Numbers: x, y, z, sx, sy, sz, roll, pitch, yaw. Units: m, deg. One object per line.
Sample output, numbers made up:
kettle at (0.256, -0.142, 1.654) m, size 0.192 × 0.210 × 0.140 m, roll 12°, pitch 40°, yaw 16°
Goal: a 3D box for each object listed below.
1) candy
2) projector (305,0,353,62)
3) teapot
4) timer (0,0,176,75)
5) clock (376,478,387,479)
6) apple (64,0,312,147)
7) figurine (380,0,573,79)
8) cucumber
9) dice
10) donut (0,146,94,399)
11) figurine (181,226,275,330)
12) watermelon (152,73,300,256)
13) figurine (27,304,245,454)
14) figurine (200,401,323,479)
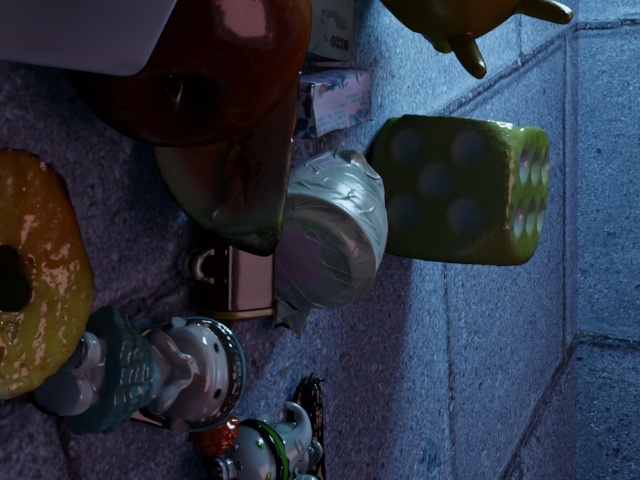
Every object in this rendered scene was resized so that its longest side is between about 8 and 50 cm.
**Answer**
candy at (-0.004, -0.173, 1.113) m, size 0.160 × 0.092 × 0.073 m, roll -29°, pitch 122°, yaw -56°
projector at (-0.015, -0.284, 1.104) m, size 0.147 × 0.061 × 0.115 m, roll -7°, pitch 102°, yaw -62°
teapot at (0.013, -0.001, 1.102) m, size 0.178 × 0.163 × 0.222 m, roll -61°, pitch 145°, yaw -50°
timer at (-0.197, -0.235, 0.561) m, size 0.194 × 0.192 × 0.195 m, roll -59°, pitch 159°, yaw 20°
clock at (0.092, 0.473, 1.456) m, size 0.147 × 0.045 × 0.108 m, roll -54°, pitch 138°, yaw -44°
apple at (-0.115, -0.193, 0.766) m, size 0.218 × 0.218 × 0.201 m, roll 59°, pitch 19°, yaw -48°
figurine at (0.150, -0.430, 1.182) m, size 0.387 × 0.268 × 0.401 m, roll 60°, pitch 30°, yaw -28°
cucumber at (-0.016, 0.269, 1.212) m, size 0.053 × 0.053 × 0.182 m, roll -7°, pitch 98°, yaw -62°
dice at (0.222, -0.081, 1.409) m, size 0.238 × 0.233 × 0.227 m, roll -5°, pitch 100°, yaw -62°
donut at (-0.257, 0.024, 0.676) m, size 0.174 × 0.074 × 0.190 m, roll -62°, pitch 144°, yaw -37°
figurine at (-0.107, 0.037, 0.978) m, size 0.098 × 0.082 × 0.154 m, roll -4°, pitch 99°, yaw -49°
watermelon at (-0.104, -0.123, 0.898) m, size 0.159 × 0.128 × 0.304 m, roll 135°, pitch -39°, yaw -61°
figurine at (-0.165, 0.135, 0.847) m, size 0.245 × 0.110 × 0.138 m, roll 16°, pitch 82°, yaw -57°
figurine at (-0.068, 0.256, 1.045) m, size 0.192 × 0.126 × 0.147 m, roll -2°, pitch 61°, yaw -56°
